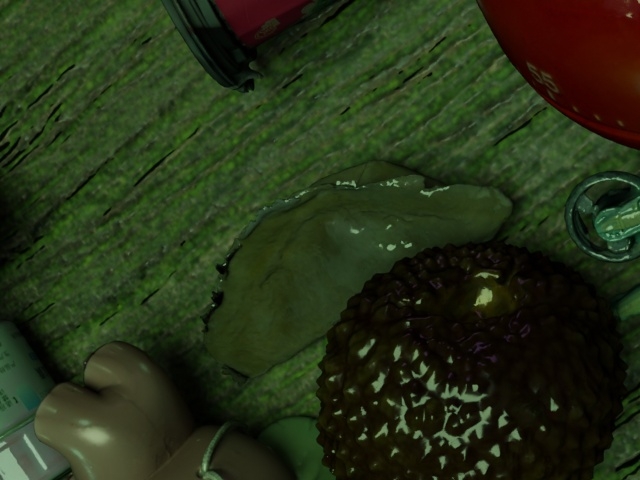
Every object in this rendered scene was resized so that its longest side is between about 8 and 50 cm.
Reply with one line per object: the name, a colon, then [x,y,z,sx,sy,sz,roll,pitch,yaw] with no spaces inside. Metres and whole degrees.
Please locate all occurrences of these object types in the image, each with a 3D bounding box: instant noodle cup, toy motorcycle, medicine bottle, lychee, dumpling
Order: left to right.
medicine bottle: [-0.322,0.179,1.544,0.135,0.135,0.168,-36,84,22]
instant noodle cup: [-0.051,-0.282,1.317,0.182,0.302,0.258,-22,48,10]
dumpling: [0.002,0.000,1.416,0.332,0.086,0.166,-34,119,22]
lychee: [0.125,0.138,1.315,0.268,0.267,0.267,4,100,20]
toy motorcycle: [0.356,-0.029,1.274,0.297,0.109,0.198,-23,101,24]

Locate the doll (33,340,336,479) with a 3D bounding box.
doll: [-0.112,0.238,1.418,0.268,0.284,0.216,19,140,35]

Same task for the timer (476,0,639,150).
timer: [0.293,-0.243,1.127,0.378,0.279,0.378,-13,60,24]
